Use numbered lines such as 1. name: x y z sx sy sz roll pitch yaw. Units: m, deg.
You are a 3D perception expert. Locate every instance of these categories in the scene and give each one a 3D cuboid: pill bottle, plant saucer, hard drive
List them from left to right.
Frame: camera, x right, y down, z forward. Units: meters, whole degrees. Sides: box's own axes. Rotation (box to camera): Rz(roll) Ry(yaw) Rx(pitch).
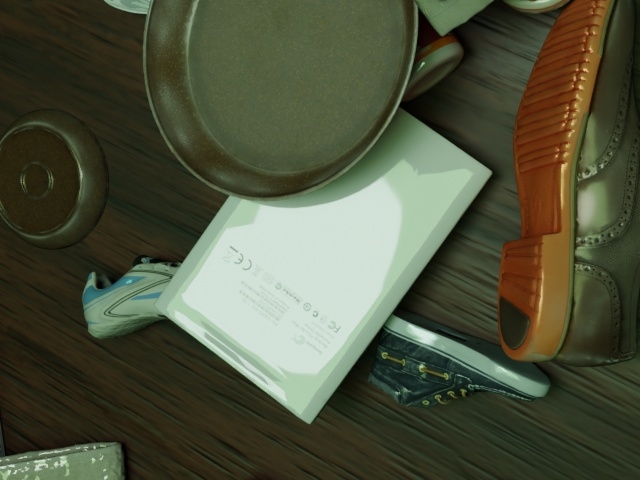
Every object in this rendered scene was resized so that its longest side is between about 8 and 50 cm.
1. plant saucer: -0.330 -0.072 1.256 0.168 0.029 0.168 2 95 22
2. plant saucer: -0.037 -0.192 1.022 0.310 0.050 0.310 0 90 31
3. hard drive: 0.000 0.000 1.067 0.203 0.040 0.307 36 94 9
4. pill bottle: 0.066 -0.219 1.045 0.086 0.086 0.152 -38 80 21

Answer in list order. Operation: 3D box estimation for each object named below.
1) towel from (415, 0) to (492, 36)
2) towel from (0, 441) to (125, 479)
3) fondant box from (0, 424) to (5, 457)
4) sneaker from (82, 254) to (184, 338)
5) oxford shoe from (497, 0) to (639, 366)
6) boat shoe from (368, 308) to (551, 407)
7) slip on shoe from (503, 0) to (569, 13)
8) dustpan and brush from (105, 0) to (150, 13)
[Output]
1. towel: 0.138 -0.380 0.862 0.312 0.056 0.324 -40 113 -1
2. towel: -0.360 0.347 1.236 0.282 0.049 0.187 -8 94 -9
3. fondant box: -0.521 0.268 1.331 0.238 0.096 0.330 -7 91 22
4. sneaker: -0.161 0.050 1.169 0.237 0.085 0.086 -12 83 20
5. oxford shoe: 0.257 -0.063 0.983 0.133 0.130 0.364 9 92 -11
6. boat shoe: 0.137 0.138 1.065 0.183 0.065 0.083 22 104 27
7. slip on shoe: 0.171 -0.373 0.975 0.123 0.101 0.331 -9 90 25
8. dustpan and brush: -0.133 -0.236 1.139 0.211 0.060 0.147 19 102 20
